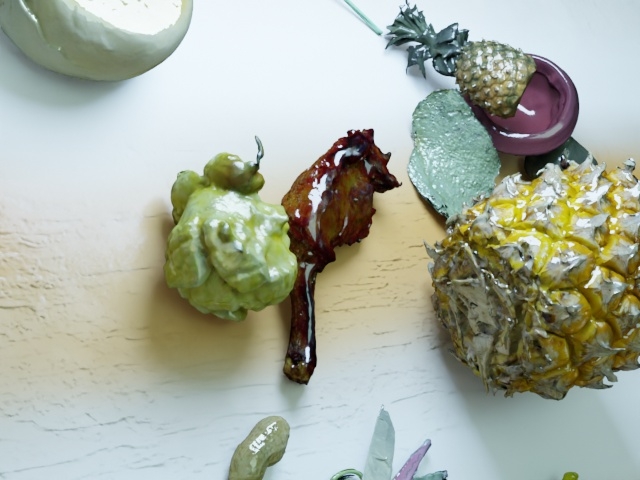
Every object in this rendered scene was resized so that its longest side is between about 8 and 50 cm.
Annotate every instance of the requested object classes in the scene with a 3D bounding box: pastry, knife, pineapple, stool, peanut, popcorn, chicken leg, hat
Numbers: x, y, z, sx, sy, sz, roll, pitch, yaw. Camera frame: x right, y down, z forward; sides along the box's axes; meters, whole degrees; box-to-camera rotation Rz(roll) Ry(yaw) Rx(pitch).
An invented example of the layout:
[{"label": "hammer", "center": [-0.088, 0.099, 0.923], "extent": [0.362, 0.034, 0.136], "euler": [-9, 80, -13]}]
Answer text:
[{"label": "pastry", "center": [-0.289, -0.319, 1.435], "extent": [0.265, 0.133, 0.265], "euler": [16, 59, -29]}, {"label": "knife", "center": [0.063, 0.350, 1.420], "extent": [0.047, 0.017, 0.298], "euler": [19, 65, -15]}, {"label": "pineapple", "center": [0.322, 0.059, 1.576], "extent": [0.300, 0.352, 0.352], "euler": [-19, 80, -29]}, {"label": "stool", "center": [0.401, -0.125, 1.862], "extent": [0.110, 0.096, 0.096], "euler": [31, 54, -27]}, {"label": "peanut", "center": [-0.075, 0.260, 1.366], "extent": [0.054, 0.054, 0.113], "euler": [46, 53, -9]}, {"label": "popcorn", "center": [-0.107, -0.004, 1.402], "extent": [0.168, 0.173, 0.195], "euler": [12, 56, -16]}, {"label": "chicken leg", "center": [0.000, 0.000, 1.523], "extent": [0.158, 0.096, 0.407], "euler": [44, 50, -35]}, {"label": "hat", "center": [0.324, -0.215, 1.835], "extent": [0.205, 0.089, 0.205], "euler": [-1, 62, 2]}, {"label": "pineapple", "center": [0.212, -0.286, 1.758], "extent": [0.251, 0.125, 0.125], "euler": [32, 49, 13]}]

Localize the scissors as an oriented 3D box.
[{"label": "scissors", "center": [0.098, 0.330, 1.474], "extent": [0.187, 0.020, 0.133], "euler": [-29, 90, -39]}]

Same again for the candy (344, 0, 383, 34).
[{"label": "candy", "center": [0.027, -0.389, 1.756], "extent": [0.202, 0.061, 0.061], "euler": [41, 51, -23]}]

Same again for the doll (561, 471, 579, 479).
[{"label": "doll", "center": [0.360, 0.413, 1.593], "extent": [0.106, 0.062, 0.162], "euler": [28, 56, -16]}]

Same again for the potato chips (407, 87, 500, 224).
[{"label": "potato chips", "center": [0.215, -0.118, 1.741], "extent": [0.167, 0.059, 0.228], "euler": [4, 81, -21]}]
